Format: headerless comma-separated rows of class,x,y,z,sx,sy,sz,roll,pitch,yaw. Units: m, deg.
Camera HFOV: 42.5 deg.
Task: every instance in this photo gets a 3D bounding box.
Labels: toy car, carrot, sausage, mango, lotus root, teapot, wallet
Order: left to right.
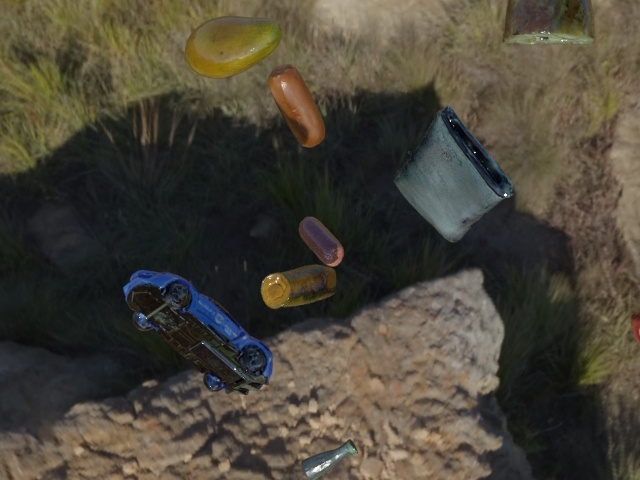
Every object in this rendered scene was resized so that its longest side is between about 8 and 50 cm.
toy car,-0.149,0.110,1.028,0.216,0.103,0.063,45,47,-13
mango,-0.181,-0.396,1.670,0.227,0.099,0.136,-4,62,31
sausage,-0.046,-0.275,1.708,0.076,0.197,0.076,-16,42,14
carrot,-0.039,0.093,1.700,0.173,0.082,0.082,-8,51,-48
sausage,0.000,0.000,1.919,0.062,0.062,0.154,-24,42,-18
teapot,0.020,0.411,1.550,0.110,0.043,0.043,-30,59,12
wallet,0.236,-0.105,1.529,0.046,0.379,0.191,-37,83,-12
lotus root,0.558,-0.529,1.964,0.235,0.138,0.119,-2,94,-15

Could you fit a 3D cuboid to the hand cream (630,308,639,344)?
hand cream,0.760,0.204,1.733,0.125,0.193,0.193,-32,63,-2
